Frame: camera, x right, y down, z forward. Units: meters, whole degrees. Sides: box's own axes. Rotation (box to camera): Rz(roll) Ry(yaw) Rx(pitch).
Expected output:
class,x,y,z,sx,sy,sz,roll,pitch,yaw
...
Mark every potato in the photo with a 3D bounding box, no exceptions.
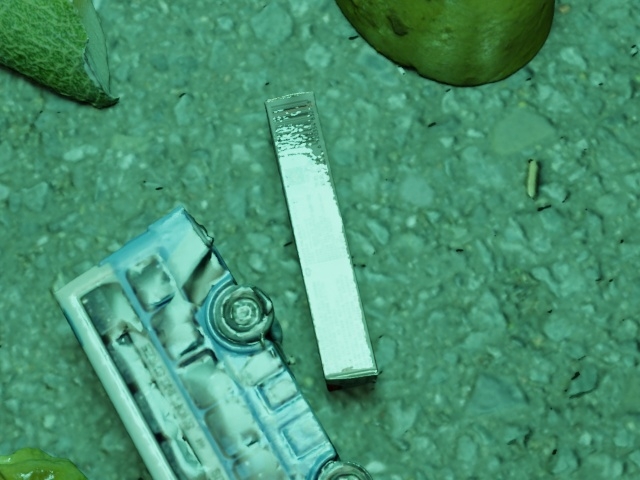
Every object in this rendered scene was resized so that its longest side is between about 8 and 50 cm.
class,x,y,z,sx,sy,sz,roll,pitch,yaw
potato,0.097,-0.239,0.868,0.178,0.158,0.203,-23,72,-7

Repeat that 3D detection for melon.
class,x,y,z,sx,sy,sz,roll,pitch,yaw
melon,-0.234,-0.188,0.899,0.139,0.093,0.202,-18,105,22

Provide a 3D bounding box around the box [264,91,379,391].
class,x,y,z,sx,sy,sz,roll,pitch,yaw
box,0.000,0.000,0.851,0.039,0.055,0.218,-12,75,-2

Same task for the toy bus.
class,x,y,z,sx,sy,sz,roll,pitch,yaw
toy bus,-0.058,0.131,0.793,0.131,0.106,0.297,-30,75,-5

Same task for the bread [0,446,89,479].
class,x,y,z,sx,sy,sz,roll,pitch,yaw
bread,-0.169,0.238,0.776,0.232,0.088,0.128,40,71,15
